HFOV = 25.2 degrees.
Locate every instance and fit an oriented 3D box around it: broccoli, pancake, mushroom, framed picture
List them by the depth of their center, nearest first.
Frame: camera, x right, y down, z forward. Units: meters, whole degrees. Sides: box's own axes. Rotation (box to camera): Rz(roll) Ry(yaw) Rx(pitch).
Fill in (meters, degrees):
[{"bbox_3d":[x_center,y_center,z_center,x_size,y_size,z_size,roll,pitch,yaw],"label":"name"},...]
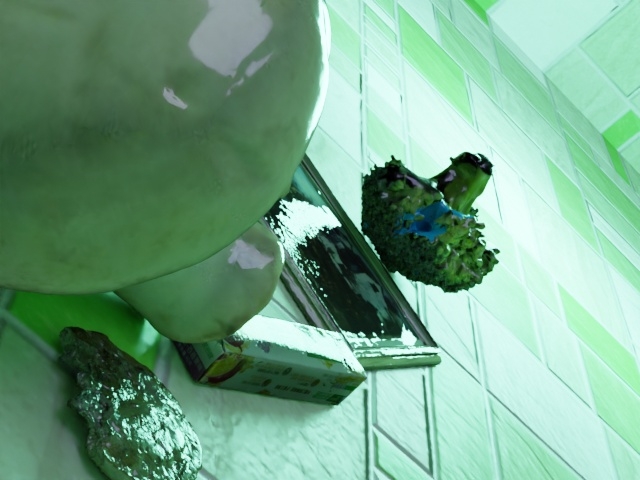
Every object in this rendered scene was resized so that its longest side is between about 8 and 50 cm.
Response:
[{"bbox_3d":[-0.124,-0.090,0.897,0.356,0.315,0.315,42,21,-13],"label":"mushroom"},{"bbox_3d":[-0.122,0.114,0.926,0.116,0.022,0.129,38,22,-36],"label":"pancake"},{"bbox_3d":[0.000,0.000,1.394,0.296,0.019,0.232,56,21,17],"label":"framed picture"},{"bbox_3d":[0.122,-0.029,1.499,0.167,0.160,0.154,38,2,6],"label":"broccoli"}]

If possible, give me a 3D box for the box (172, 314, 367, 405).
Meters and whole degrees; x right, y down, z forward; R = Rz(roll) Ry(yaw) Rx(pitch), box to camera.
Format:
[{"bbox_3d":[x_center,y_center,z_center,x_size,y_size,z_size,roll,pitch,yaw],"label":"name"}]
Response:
[{"bbox_3d":[-0.036,0.091,1.124,0.207,0.041,0.050,19,33,-56],"label":"box"}]
